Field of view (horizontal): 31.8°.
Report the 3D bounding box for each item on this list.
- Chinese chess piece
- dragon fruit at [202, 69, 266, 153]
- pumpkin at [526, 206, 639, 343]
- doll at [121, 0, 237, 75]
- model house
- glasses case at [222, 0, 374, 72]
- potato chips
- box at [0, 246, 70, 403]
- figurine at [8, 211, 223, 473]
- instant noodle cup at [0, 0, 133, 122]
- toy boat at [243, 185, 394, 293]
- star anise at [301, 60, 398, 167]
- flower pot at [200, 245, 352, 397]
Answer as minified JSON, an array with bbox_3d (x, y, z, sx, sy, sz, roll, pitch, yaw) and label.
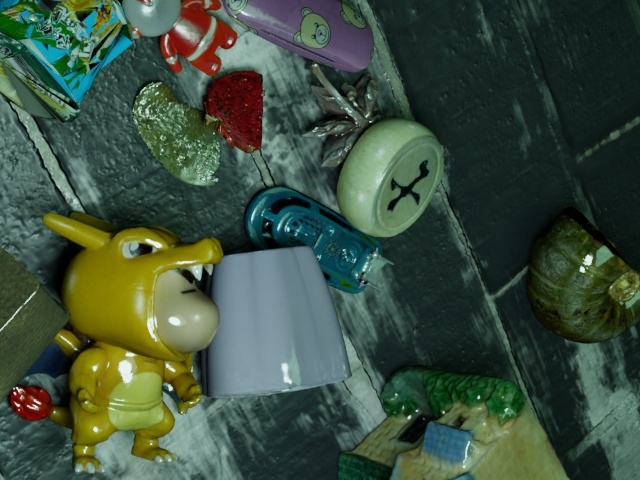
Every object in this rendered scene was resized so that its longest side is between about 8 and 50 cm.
[{"bbox_3d":[0.134,-0.118,2.086,0.238,0.092,0.237,-34,140,-34],"label":"Chinese chess piece"},{"bbox_3d":[-0.158,-0.220,1.951,0.106,0.083,0.162,12,64,-24],"label":"dragon fruit"},{"bbox_3d":[0.543,0.085,2.378,0.232,0.242,0.325,-41,124,11],"label":"pumpkin"},{"bbox_3d":[-0.249,-0.367,1.874,0.245,0.076,0.142,28,90,-36],"label":"doll"},{"bbox_3d":[0.209,0.459,2.092,0.343,0.382,0.334,-41,115,-23],"label":"model house"},{"bbox_3d":[-0.035,-0.393,1.989,0.316,0.076,0.123,18,61,-32],"label":"glasses case"},{"bbox_3d":[-0.237,-0.182,1.937,0.142,0.026,0.209,-29,111,-28],"label":"potato chips"},{"bbox_3d":[-0.526,0.081,1.631,0.184,0.273,0.143,-52,158,-14],"label":"box"},{"bbox_3d":[-0.336,0.158,1.781,0.401,0.268,0.387,6,96,-28],"label":"figurine"},{"bbox_3d":[-0.414,-0.315,1.701,0.240,0.240,0.178,45,66,-28],"label":"instant noodle cup"},{"bbox_3d":[0.000,0.000,2.072,0.299,0.092,0.134,27,85,-32],"label":"toy boat"},{"bbox_3d":[0.053,-0.225,2.074,0.231,0.089,0.209,27,74,-44],"label":"star anise"},{"bbox_3d":[-0.095,0.137,1.946,0.265,0.265,0.243,-9,89,-31],"label":"flower pot"}]
